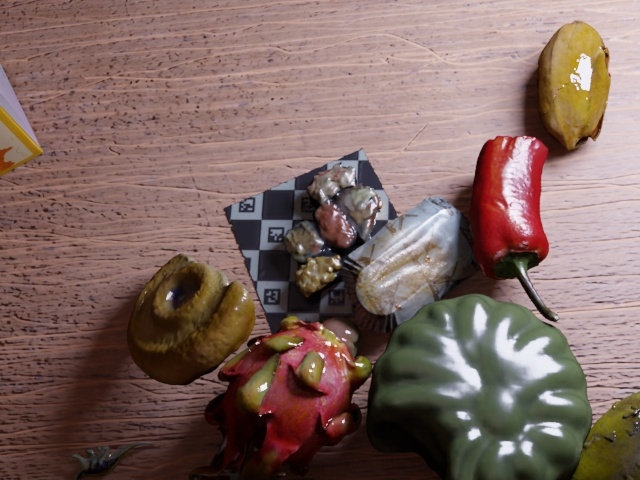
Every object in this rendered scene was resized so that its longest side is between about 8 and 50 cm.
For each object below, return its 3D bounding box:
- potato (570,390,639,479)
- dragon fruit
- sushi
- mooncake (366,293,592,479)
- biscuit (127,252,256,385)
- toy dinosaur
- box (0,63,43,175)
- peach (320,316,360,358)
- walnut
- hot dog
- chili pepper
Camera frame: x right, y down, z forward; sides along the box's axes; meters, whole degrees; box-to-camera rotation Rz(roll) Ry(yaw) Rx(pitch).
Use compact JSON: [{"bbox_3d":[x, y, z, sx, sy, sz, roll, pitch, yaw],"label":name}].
[{"bbox_3d":[0.476,0.346,1.797,0.149,0.113,0.251,36,79,24],"label":"potato"},{"bbox_3d":[-0.064,0.277,1.849,0.227,0.243,0.307,37,119,20],"label":"dragon fruit"},{"bbox_3d":[0.000,0.000,2.017,0.292,0.059,0.294,-25,70,-1],"label":"sushi"},{"bbox_3d":[0.251,0.254,1.786,0.351,0.187,0.351,2,55,-2],"label":"mooncake"},{"bbox_3d":[-0.229,0.133,1.917,0.274,0.091,0.213,16,69,49],"label":"biscuit"},{"bbox_3d":[-0.373,0.369,1.951,0.180,0.037,0.058,-29,93,5],"label":"toy dinosaur"},{"bbox_3d":[-0.690,-0.268,2.100,0.214,0.259,0.283,-30,69,-1],"label":"box"},{"bbox_3d":[0.028,0.168,1.940,0.083,0.083,0.083,-3,70,7],"label":"peach"},{"bbox_3d":[0.438,-0.270,2.011,0.137,0.137,0.245,10,76,11],"label":"walnut"},{"bbox_3d":[0.151,0.040,1.953,0.270,0.082,0.162,-36,97,-18],"label":"hot dog"},{"bbox_3d":[0.308,-0.007,1.907,0.131,0.134,0.338,10,61,-10],"label":"chili pepper"}]
